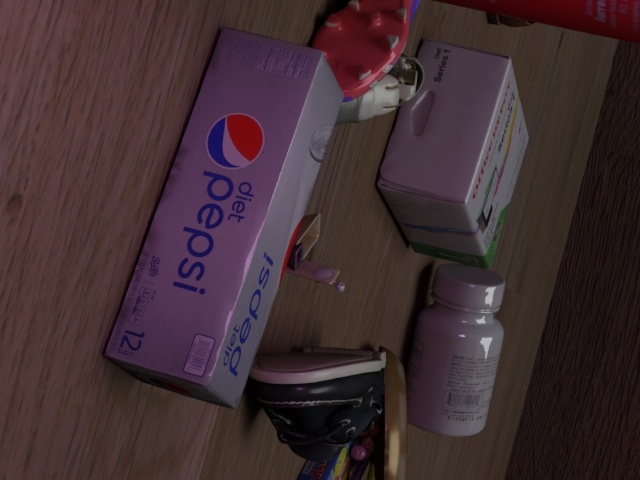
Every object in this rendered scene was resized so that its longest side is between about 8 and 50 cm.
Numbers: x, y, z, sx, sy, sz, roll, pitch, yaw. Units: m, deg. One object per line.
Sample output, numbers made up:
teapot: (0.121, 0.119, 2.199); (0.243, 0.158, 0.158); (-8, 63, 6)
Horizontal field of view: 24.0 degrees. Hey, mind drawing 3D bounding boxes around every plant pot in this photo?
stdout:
plant pot: (0.091, 0.254, 1.944); (0.236, 0.032, 0.236); (-179, -90, -90)

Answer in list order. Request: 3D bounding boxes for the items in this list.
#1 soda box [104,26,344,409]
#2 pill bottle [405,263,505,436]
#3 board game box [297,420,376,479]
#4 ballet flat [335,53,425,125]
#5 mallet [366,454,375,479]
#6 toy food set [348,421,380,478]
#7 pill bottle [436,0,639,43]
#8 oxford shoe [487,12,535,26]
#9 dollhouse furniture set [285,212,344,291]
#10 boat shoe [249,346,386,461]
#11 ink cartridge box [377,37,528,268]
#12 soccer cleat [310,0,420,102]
soda box: (-0.072, -0.017, 1.205); (0.098, 0.091, 0.286); (58, 48, -69)
pill bottle: (0.197, 0.157, 2.188); (0.131, 0.131, 0.229); (-31, 133, -68)
board game box: (0.021, 0.282, 1.879); (0.201, 0.035, 0.136); (-58, 156, -46)
ballet flat: (0.060, -0.162, 1.566); (0.213, 0.068, 0.072); (-37, 139, -65)
mallet: (0.082, 0.318, 2.062); (0.039, 0.062, 0.189); (80, 29, -58)
toy food set: (0.057, 0.232, 1.854); (0.078, 0.019, 0.122); (-51, 150, -56)
pill bottle: (0.107, -0.273, 1.018); (0.229, 0.408, 0.229); (15, 90, -74)
oxford shoe: (0.269, -0.361, 2.089); (0.212, 0.076, 0.076); (52, 56, -68)
dollhouse furniture set: (0.000, 0.000, 1.479); (0.114, 0.081, 0.091); (-54, 153, -52)
boat shoe: (0.001, 0.170, 1.554); (0.340, 0.127, 0.113); (17, 76, -83)
ink cartridge box: (0.176, -0.104, 1.915); (0.278, 0.117, 0.201); (54, 52, -69)
soccer cleat: (0.053, -0.214, 1.490); (0.095, 0.083, 0.248); (102, 11, -57)
